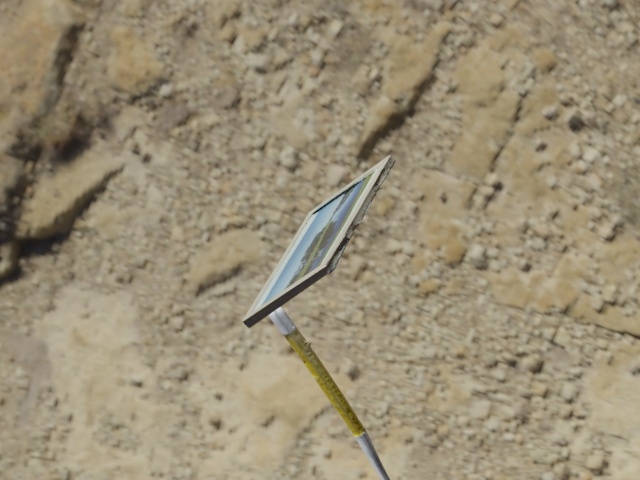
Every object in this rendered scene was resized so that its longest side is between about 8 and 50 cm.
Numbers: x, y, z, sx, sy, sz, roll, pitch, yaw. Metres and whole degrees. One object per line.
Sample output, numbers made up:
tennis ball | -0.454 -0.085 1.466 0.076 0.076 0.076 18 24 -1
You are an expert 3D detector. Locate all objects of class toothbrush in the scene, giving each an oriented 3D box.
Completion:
toothbrush | 0.031 0.179 1.414 0.024 0.288 0.021 -41 18 -25

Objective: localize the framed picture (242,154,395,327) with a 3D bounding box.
framed picture | 0.000 0.000 1.092 0.109 0.011 0.149 -34 18 41
